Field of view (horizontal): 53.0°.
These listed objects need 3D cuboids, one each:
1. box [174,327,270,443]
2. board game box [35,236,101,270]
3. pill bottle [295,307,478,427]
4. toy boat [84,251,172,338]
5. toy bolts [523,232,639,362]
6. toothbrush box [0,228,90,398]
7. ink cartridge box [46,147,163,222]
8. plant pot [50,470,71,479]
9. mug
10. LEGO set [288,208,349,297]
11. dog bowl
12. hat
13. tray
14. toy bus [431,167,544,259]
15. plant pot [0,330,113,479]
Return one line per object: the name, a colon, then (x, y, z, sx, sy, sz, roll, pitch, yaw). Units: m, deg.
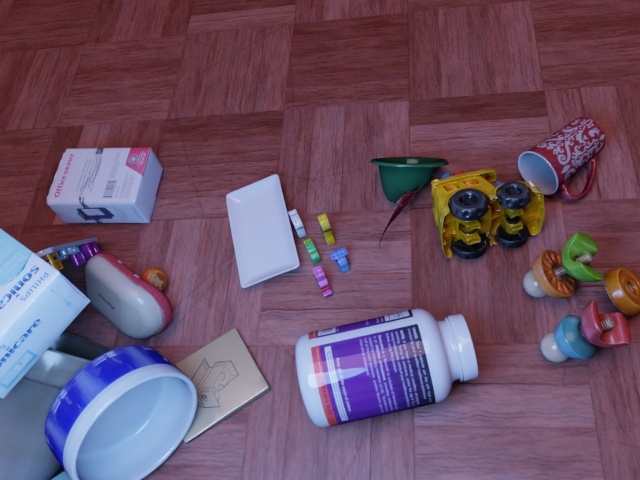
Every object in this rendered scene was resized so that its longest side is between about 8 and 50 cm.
box: (-0.227, 0.300, 1.344, 0.201, 0.021, 0.164, -31, 59, -8)
board game box: (-0.695, 0.105, 1.379, 0.390, 0.390, 0.050, -25, 95, -4)
pill bottle: (0.124, 0.235, 1.217, 0.323, 0.181, 0.181, -13, 58, 4)
toy boat: (-0.411, 0.111, 1.443, 0.231, 0.151, 0.151, 33, 42, 26)
toy bolts: (0.510, 0.139, 1.255, 0.218, 0.158, 0.228, 28, 49, -19)
toothbrush box: (-0.589, 0.089, 1.099, 0.295, 0.126, 0.216, 29, 69, 21)
ink cartridge box: (-0.540, -0.139, 1.622, 0.237, 0.100, 0.172, 0, 60, 11)
plant pot: (-0.443, 0.551, 1.160, 0.165, 0.166, 0.234, -33, 52, -9)
mug: (0.550, -0.180, 1.440, 0.169, 0.150, 0.113, -36, 23, -15)
LEGO set: (0.000, 0.000, 1.433, 0.087, 0.093, 0.227, -24, 58, -3)
dog bowl: (-0.366, 0.332, 1.199, 0.104, 0.265, 0.265, 32, 70, 33)
hat: (0.192, -0.095, 1.487, 0.208, 0.184, 0.173, -5, 13, -23)
tray: (-0.136, -0.022, 1.503, 0.145, 0.030, 0.270, -22, 57, 11)
toy bus: (0.347, -0.086, 1.400, 0.220, 0.149, 0.211, -13, 42, 1)
plant pot: (-0.577, 0.321, 1.263, 0.323, 0.323, 0.280, 19, 81, 21)
